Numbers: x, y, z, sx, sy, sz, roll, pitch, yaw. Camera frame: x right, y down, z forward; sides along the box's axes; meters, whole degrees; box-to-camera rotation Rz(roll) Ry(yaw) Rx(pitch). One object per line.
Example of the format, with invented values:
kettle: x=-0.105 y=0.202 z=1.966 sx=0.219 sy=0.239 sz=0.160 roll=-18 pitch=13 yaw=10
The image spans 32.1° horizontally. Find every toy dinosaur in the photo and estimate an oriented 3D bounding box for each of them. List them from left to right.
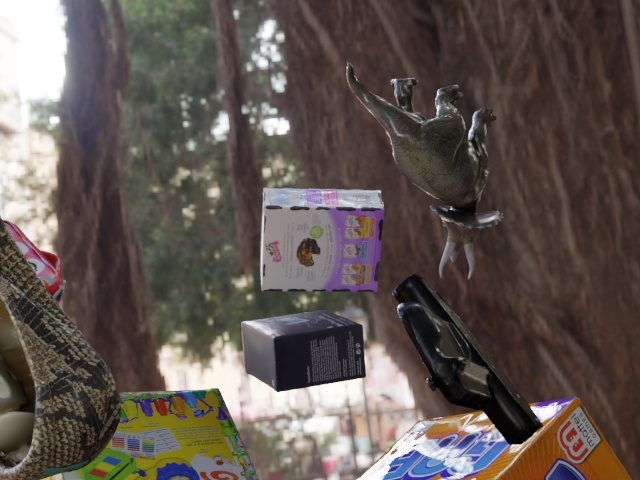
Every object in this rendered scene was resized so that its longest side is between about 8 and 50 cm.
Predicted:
toy dinosaur: x=0.143 y=-0.107 z=1.342 sx=0.121 sy=0.160 sz=0.313 roll=-18 pitch=-43 yaw=23

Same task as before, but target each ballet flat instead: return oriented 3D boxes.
ballet flat: x=-0.367 y=0.016 z=1.019 sx=0.164 sy=0.483 sz=0.182 roll=-40 pitch=-8 yaw=16

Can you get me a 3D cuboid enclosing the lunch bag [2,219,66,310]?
lunch bag: x=-0.573 y=0.077 z=1.943 sx=0.258 sy=0.120 sz=0.293 roll=-18 pitch=36 yaw=-30

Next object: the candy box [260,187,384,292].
candy box: x=0.000 y=0.000 z=1.838 sx=0.196 sy=0.164 sz=0.070 roll=1 pitch=31 yaw=-5

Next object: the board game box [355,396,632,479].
board game box: x=0.211 y=0.465 z=1.449 sx=0.356 sy=0.356 sz=0.356 roll=-37 pitch=7 yaw=-32

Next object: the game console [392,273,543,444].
game console: x=0.136 y=0.117 z=1.161 sx=0.044 sy=0.213 sz=0.361 roll=-40 pitch=-19 yaw=6

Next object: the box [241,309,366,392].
box: x=-0.029 y=0.178 z=1.824 sx=0.158 sy=0.093 sz=0.156 roll=-7 pitch=9 yaw=-23

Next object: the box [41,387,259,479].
box: x=-0.251 y=0.374 z=1.574 sx=0.290 sy=0.279 sz=0.177 roll=3 pitch=-48 yaw=-35
